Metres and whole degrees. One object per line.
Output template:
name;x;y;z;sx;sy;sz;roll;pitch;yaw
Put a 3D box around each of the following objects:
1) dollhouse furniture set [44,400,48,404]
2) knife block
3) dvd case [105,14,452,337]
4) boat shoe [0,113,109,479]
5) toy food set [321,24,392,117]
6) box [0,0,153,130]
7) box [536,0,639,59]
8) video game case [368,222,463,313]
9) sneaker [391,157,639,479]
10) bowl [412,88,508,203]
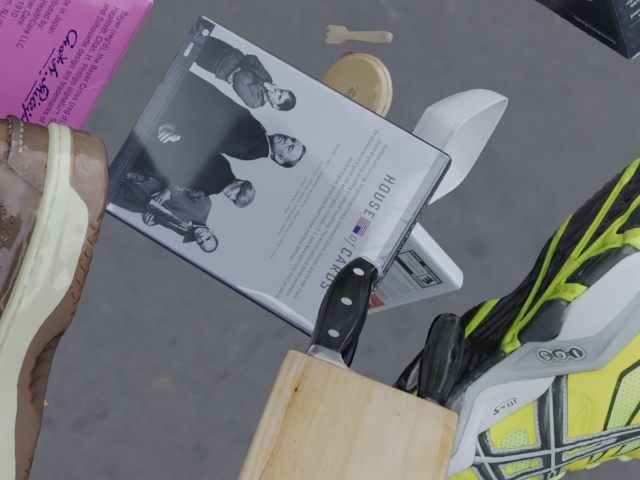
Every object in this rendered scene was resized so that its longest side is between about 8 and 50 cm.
dollhouse furniture set;-0.336;0.122;1.690;0.076;0.152;0.058;58;43;-62
knife block;0.008;0.107;0.783;0.088;0.275;0.242;20;77;1
dvd case;-0.041;-0.047;1.389;0.239;0.029;0.179;31;89;12
boat shoe;-0.175;0.061;0.786;0.095;0.095;0.257;13;103;-19
toy food set;0.049;-0.206;2.470;0.038;0.132;0.192;13;87;-56
box;-0.225;-0.104;0.929;0.117;0.213;0.243;21;18;-37
box;0.265;-0.301;1.665;0.108;0.153;0.207;-39;138;-10
video game case;0.000;0.000;1.562;0.201;0.183;0.023;46;41;-35
sneaker;0.150;0.111;1.139;0.147;0.385;0.145;38;39;-11
bowl;0.142;-0.112;1.992;0.053;0.142;0.142;37;34;17
